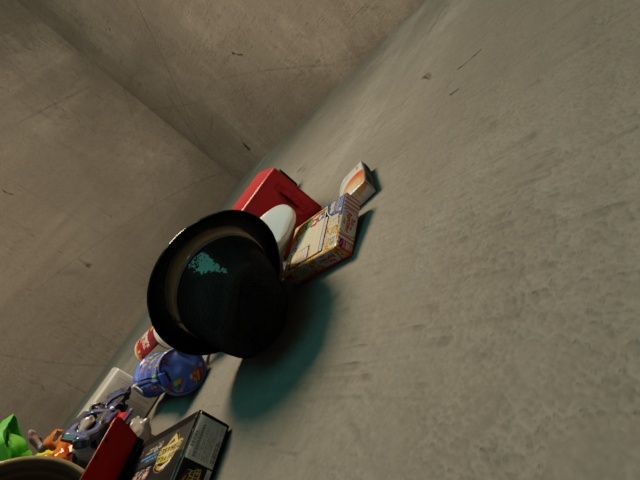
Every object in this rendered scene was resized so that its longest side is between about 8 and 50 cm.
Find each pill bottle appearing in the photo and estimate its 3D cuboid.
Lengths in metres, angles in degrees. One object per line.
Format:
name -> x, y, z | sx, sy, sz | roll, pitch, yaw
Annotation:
pill bottle -> -0.546, 0.342, 1.425 | 0.221, 0.121, 0.121 | -41, 21, 27

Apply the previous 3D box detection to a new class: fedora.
fedora -> -0.161, 0.113, 0.793 | 0.152, 0.334, 0.334 | 30, 79, 37

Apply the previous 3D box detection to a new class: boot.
boot -> -0.125, 0.041, 0.989 | 0.095, 0.123, 0.258 | 35, 90, 31

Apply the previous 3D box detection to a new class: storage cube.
storage cube -> -0.146, -0.075, 1.191 | 0.193, 0.183, 0.215 | -56, 20, -10

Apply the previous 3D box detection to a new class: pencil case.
pencil case -> -0.420, 0.360, 1.096 | 0.133, 0.120, 0.306 | -28, 0, -40

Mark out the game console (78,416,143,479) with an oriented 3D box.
game console -> -0.418, 0.443, 0.785 | 0.124, 0.085, 0.144 | -43, 19, 27

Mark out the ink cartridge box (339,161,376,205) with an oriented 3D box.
ink cartridge box -> 0.054, -0.101, 0.999 | 0.179, 0.045, 0.145 | -41, 20, 21

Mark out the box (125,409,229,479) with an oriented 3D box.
box -> -0.303, 0.476, 0.692 | 0.295, 0.073, 0.293 | -38, 21, 36

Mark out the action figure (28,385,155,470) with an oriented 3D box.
action figure -> -0.576, 0.504, 1.014 | 0.329, 0.179, 0.341 | -13, 0, -2

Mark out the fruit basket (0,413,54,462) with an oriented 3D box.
fruit basket -> -0.853, 0.706, 1.212 | 0.282, 0.392, 0.392 | -14, 40, 59

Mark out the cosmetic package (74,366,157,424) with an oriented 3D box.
cosmetic package -> -0.615, 0.505, 1.229 | 0.151, 0.151, 0.184 | -23, 32, 55

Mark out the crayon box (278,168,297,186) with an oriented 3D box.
crayon box -> -0.239, -0.065, 1.505 | 0.363, 0.106, 0.313 | -45, 19, 16

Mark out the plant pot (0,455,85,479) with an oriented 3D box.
plant pot -> -0.603, 0.635, 0.779 | 0.280, 0.322, 0.323 | -57, 12, 34

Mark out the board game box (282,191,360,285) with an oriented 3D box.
board game box -> 0.000, 0.000, 0.895 | 0.193, 0.045, 0.147 | -31, 35, 45
